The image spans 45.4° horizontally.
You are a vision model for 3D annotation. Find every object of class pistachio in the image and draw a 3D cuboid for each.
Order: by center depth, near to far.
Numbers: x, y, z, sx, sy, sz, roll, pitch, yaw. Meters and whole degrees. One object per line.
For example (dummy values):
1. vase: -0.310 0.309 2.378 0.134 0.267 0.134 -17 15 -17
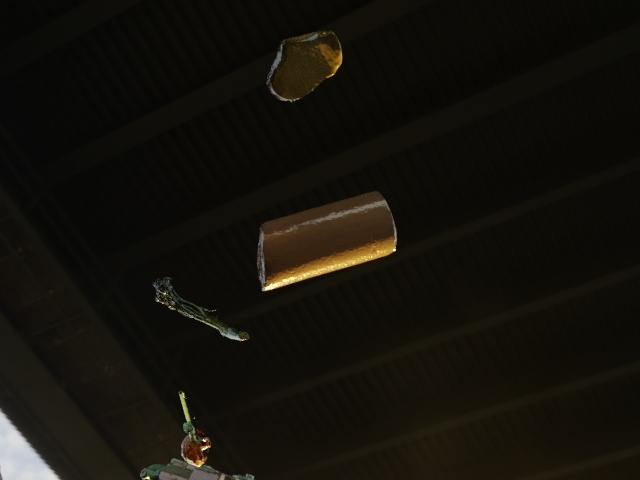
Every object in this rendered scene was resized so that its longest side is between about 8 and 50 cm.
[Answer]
1. pistachio: -0.024 -0.285 1.207 0.173 0.049 0.089 -27 -74 44

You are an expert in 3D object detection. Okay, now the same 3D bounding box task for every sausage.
1. sausage: 0.000 0.000 1.379 0.253 0.123 0.123 -16 -63 -11

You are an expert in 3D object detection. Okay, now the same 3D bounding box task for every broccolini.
1. broccolini: -0.250 0.139 1.561 0.123 0.272 0.062 34 -101 -51

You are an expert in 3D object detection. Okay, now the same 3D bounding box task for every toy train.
1. toy train: -0.274 0.579 1.751 0.304 0.150 0.221 2 -28 35

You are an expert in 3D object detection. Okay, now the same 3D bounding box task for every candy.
1. candy: -0.202 0.287 1.181 0.049 0.055 0.184 -13 -45 -10

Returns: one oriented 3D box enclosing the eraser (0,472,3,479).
1. eraser: -0.433 0.284 0.885 0.059 0.204 0.243 -32 -107 -5
